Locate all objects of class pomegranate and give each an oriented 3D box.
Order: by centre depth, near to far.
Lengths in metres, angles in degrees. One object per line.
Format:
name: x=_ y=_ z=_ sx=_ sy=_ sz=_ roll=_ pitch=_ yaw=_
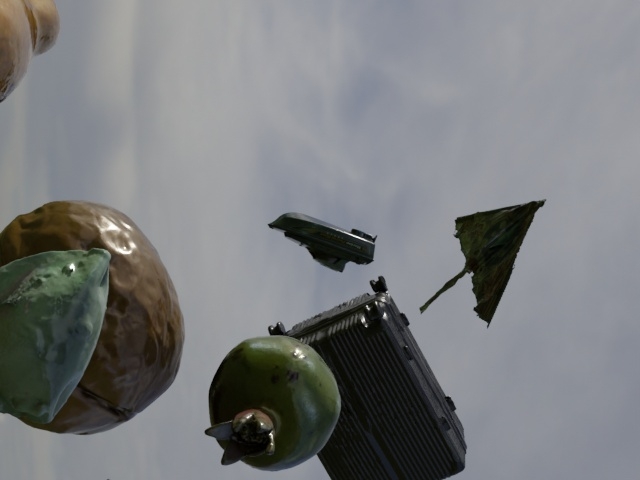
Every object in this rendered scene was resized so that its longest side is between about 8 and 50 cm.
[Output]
pomegranate: x=-0.049 y=0.167 z=0.966 sx=0.159 sy=0.129 sz=0.129 roll=-67 pitch=176 yaw=-49

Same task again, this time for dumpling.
dumpling: x=-0.320 y=0.093 z=1.168 sx=0.105 sy=0.149 sz=0.216 roll=-2 pitch=-121 yaw=59

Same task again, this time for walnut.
walnut: x=-0.412 y=0.126 z=1.735 sx=0.398 sy=0.354 sz=0.308 roll=64 pitch=9 yaw=10

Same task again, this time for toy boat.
toy boat: x=0.000 y=0.000 z=1.317 sx=0.055 sy=0.141 sz=0.060 roll=143 pitch=-33 yaw=-83

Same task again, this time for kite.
kite: x=0.333 y=0.035 z=2.151 sx=0.368 sy=0.014 sz=0.406 roll=-45 pitch=-156 yaw=23

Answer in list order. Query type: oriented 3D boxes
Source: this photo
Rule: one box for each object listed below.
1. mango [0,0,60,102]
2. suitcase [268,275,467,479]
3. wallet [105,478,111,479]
mango: x=-0.303 y=-0.177 z=0.809 sx=0.120 sy=0.177 sz=0.295 roll=-47 pitch=-174 yaw=9
suitcase: x=0.075 y=0.261 z=1.702 sx=0.335 sy=0.229 sz=0.152 roll=61 pitch=16 yaw=-13
wallet: x=-0.309 y=0.400 z=1.365 sx=0.196 sy=0.103 sz=0.020 roll=-39 pitch=-159 yaw=18
